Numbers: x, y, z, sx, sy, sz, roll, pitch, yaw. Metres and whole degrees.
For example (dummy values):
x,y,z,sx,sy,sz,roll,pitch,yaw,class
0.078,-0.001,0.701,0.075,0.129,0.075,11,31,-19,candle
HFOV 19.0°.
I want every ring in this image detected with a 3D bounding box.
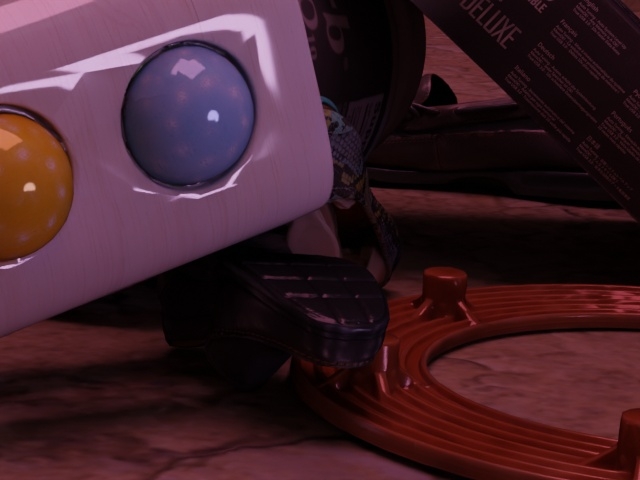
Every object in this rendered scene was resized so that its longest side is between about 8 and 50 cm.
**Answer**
x,y,z,sx,sy,sz,roll,pitch,yaw,class
0.155,0.051,0.819,0.336,0.032,0.336,3,12,-1,ring

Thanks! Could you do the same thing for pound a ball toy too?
x,y,z,sx,sy,sz,roll,pitch,yaw,class
-0.165,-0.055,0.700,0.319,0.208,0.135,-22,21,-27,pound a ball toy

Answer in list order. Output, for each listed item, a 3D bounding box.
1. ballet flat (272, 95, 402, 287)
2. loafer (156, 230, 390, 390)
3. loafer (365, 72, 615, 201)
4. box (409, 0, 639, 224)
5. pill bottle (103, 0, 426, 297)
x,y,z,sx,sy,sz,roll,pitch,yaw,class
0.000,0.000,0.911,0.070,0.070,0.188,6,-22,17,ballet flat
-0.022,0.033,0.793,0.062,0.061,0.170,4,9,-24,loafer
0.099,-0.081,1.318,0.267,0.084,0.096,6,12,19,loafer
0.136,-0.117,1.086,0.307,0.076,0.242,44,12,-3,box
-0.079,-0.098,1.052,0.210,0.210,0.363,7,12,20,pill bottle
